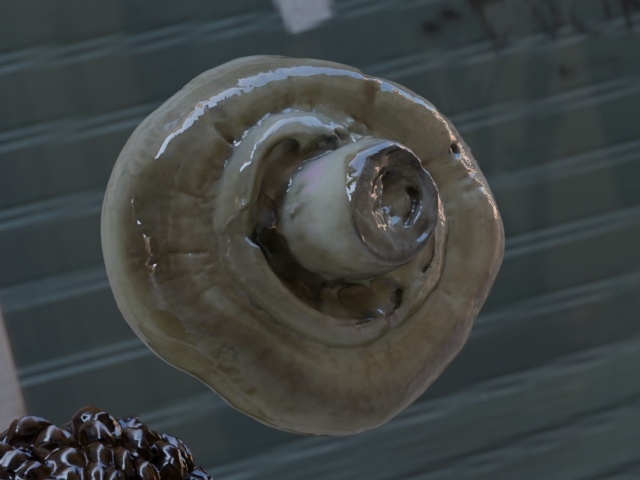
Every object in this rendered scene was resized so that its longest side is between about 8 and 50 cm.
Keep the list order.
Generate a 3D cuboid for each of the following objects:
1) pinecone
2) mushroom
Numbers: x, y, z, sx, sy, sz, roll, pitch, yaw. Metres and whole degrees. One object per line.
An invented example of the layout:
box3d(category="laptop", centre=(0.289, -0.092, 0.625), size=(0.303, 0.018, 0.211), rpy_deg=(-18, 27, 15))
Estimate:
box3d(category="pinecone", centre=(-0.156, 0.228, 1.301), size=(0.221, 0.221, 0.221), rpy_deg=(-14, -1, 0))
box3d(category="mushroom", centre=(0.000, 0.000, 1.182), size=(0.260, 0.254, 0.234), rpy_deg=(-21, 4, -17))
